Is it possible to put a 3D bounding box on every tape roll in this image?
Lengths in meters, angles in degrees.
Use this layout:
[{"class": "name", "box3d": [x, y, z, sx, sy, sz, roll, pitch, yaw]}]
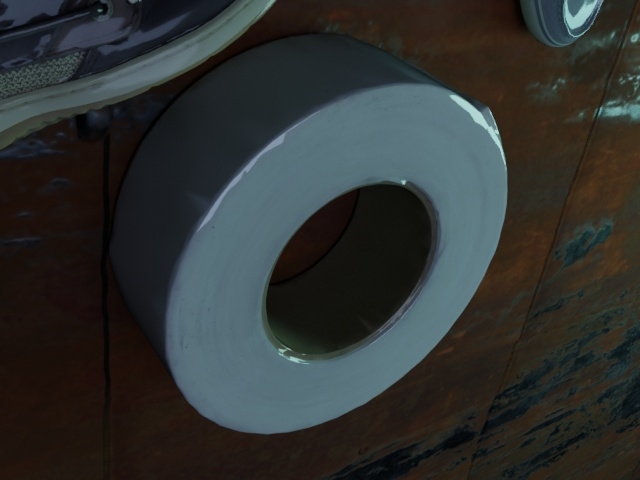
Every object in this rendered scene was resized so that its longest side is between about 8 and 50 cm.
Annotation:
[{"class": "tape roll", "box3d": [0.000, 0.000, 0.551, 0.286, 0.100, 0.286, -20, 131, -25]}]

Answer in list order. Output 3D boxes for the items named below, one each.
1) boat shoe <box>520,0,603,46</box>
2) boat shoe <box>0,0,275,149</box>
[{"class": "boat shoe", "box3d": [0.205, -0.243, 0.546, 0.079, 0.081, 0.227, -20, 131, -26]}, {"class": "boat shoe", "box3d": [-0.137, -0.116, 0.357, 0.285, 0.103, 0.092, -29, 140, -10]}]
